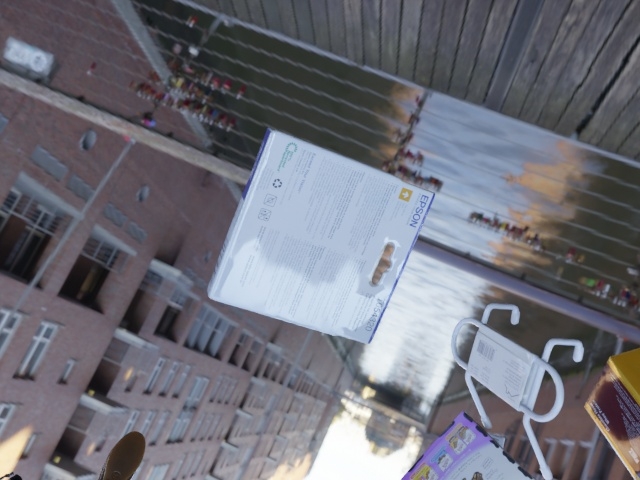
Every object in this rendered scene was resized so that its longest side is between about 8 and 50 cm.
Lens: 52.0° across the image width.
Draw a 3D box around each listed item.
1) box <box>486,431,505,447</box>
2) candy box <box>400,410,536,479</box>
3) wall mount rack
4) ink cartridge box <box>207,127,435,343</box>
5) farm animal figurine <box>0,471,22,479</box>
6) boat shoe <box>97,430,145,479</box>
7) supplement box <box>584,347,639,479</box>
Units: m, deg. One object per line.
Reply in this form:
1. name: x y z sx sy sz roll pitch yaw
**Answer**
1. box: 0.370 0.512 1.558 0.103 0.114 0.203 13 165 16
2. candy box: 0.248 0.404 1.068 0.070 0.165 0.196 44 179 -28
3. wall mount rack: 0.406 0.309 1.373 0.130 0.304 0.350 8 -168 -24
4. ink cartridge box: 0.000 0.000 1.211 0.330 0.324 0.071 19 -169 -19
5. farm animal figurine: -0.496 0.532 1.026 0.330 0.327 0.172 -6 -167 38
6. boat shoe: -0.459 0.527 1.461 0.073 0.207 0.073 33 141 -12
7. supplement box: 0.677 0.353 1.353 0.194 0.129 0.191 89 163 -44
